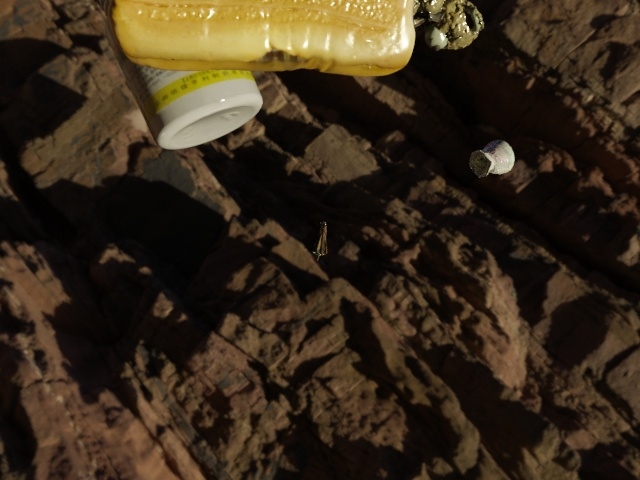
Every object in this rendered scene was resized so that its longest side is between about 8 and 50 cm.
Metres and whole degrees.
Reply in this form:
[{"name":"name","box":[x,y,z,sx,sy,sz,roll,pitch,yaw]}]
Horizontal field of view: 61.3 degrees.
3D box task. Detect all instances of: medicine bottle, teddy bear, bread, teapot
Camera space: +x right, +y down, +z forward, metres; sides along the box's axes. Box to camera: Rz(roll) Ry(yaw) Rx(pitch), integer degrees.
[{"name":"medicine bottle","box":[-0.263,-0.356,0.966,0.339,0.208,0.208,65,-18,-1]},{"name":"teddy bear","box":[0.277,-0.563,1.361,0.256,0.156,0.267,27,1,-10]},{"name":"bread","box":[-0.048,-0.239,0.537,0.091,0.306,0.141,-130,-141,-68]},{"name":"teapot","box":[0.311,-0.149,1.008,0.083,0.064,0.064,3,-69,63]}]

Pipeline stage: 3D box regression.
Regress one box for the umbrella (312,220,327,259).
[{"name":"umbrella","box":[0.002,0.001,1.115,0.032,0.083,0.020,0,-17,43]}]
